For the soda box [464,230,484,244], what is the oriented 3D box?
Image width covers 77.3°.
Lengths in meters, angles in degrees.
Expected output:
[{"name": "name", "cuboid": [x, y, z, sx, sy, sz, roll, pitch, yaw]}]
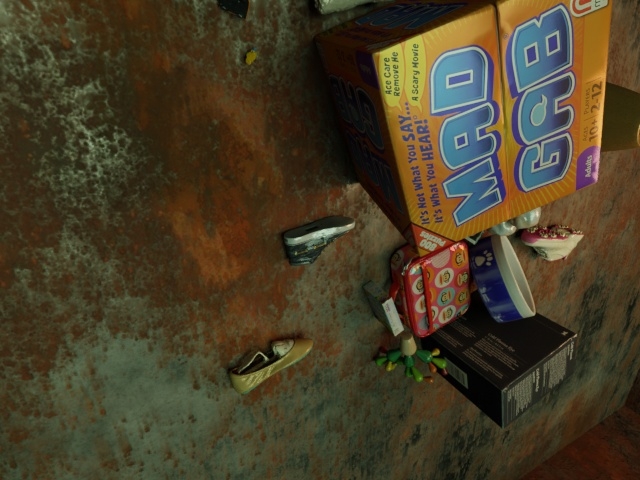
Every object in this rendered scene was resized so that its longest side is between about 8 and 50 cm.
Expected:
[{"name": "soda box", "cuboid": [0.428, -0.022, 1.160, 0.053, 0.060, 0.169, -57, 167, 6]}]

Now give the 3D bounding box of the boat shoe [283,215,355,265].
[{"name": "boat shoe", "cuboid": [0.000, 0.000, 0.975, 0.183, 0.065, 0.083, -16, 122, -17]}]

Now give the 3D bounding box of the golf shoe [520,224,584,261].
[{"name": "golf shoe", "cuboid": [0.827, 0.019, 1.445, 0.306, 0.115, 0.140, -1, 115, -29]}]

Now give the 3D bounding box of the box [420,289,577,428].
[{"name": "box", "cuboid": [0.556, 0.350, 1.286, 0.312, 0.343, 0.179, -26, 121, -17]}]

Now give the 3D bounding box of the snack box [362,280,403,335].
[{"name": "snack box", "cuboid": [0.179, 0.194, 1.141, 0.037, 0.100, 0.141, -33, 125, -13]}]

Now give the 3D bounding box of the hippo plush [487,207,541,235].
[{"name": "hippo plush", "cuboid": [0.438, -0.146, 1.044, 0.236, 0.234, 0.294, 6, 152, -21]}]

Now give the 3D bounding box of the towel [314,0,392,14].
[{"name": "towel", "cuboid": [0.041, -0.578, 0.727, 0.187, 0.049, 0.282, -23, 115, -19]}]

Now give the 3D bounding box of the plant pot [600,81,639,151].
[{"name": "plant pot", "cuboid": [0.835, -0.359, 1.186, 0.237, 0.254, 0.237, -12, 117, -25]}]

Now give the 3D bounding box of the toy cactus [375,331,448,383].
[{"name": "toy cactus", "cuboid": [0.277, 0.349, 1.232, 0.112, 0.219, 0.180, -56, 143, -46]}]

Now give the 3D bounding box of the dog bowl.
[{"name": "dog bowl", "cuboid": [0.555, 0.114, 1.229, 0.104, 0.265, 0.265, -24, 133, 29]}]

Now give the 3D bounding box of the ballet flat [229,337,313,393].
[{"name": "ballet flat", "cuboid": [-0.126, 0.304, 1.029, 0.232, 0.080, 0.073, -31, 109, -17]}]

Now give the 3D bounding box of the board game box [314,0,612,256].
[{"name": "board game box", "cuboid": [0.243, -0.260, 0.763, 0.356, 0.356, 0.356, -23, 123, -2]}]

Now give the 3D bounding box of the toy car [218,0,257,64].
[{"name": "toy car", "cuboid": [-0.148, -0.392, 0.731, 0.040, 0.060, 0.122, -66, 164, -46]}]

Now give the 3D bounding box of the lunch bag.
[{"name": "lunch bag", "cuboid": [0.314, 0.135, 1.193, 0.258, 0.120, 0.293, -24, 121, -15]}]
